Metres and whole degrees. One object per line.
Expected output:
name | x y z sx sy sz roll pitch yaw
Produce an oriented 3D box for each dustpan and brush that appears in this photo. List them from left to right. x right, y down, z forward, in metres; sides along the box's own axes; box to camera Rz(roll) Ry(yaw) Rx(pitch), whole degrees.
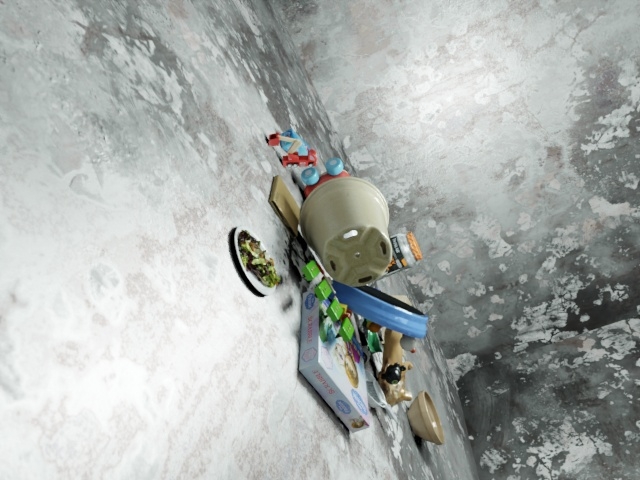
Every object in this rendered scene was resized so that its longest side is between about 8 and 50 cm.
dustpan and brush | 0.213 0.576 1.687 0.211 0.060 0.147 65 15 -5

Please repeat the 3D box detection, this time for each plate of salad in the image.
plate of salad | -0.161 0.048 1.222 0.200 0.048 0.200 58 18 -31

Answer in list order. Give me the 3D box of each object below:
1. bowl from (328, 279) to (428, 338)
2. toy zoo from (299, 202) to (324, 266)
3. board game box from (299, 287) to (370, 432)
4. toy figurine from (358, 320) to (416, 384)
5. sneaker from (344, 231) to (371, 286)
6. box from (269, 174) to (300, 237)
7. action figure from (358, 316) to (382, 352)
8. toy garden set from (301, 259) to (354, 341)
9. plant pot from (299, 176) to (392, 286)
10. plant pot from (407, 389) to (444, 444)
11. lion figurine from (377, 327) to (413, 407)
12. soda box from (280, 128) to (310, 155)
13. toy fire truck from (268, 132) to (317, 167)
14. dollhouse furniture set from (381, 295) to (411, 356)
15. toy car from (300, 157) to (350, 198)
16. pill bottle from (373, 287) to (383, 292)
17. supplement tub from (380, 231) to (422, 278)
bowl | 0.205 0.230 1.671 0.390 0.077 0.391 24 2 -1
toy zoo | 0.000 0.000 1.879 0.293 0.030 0.192 60 16 -21
board game box | 0.045 0.358 1.421 0.319 0.065 0.318 56 18 -29
toy figurine | 0.238 0.401 1.722 0.209 0.213 0.148 26 5 12
sneaker | 0.146 0.067 2.069 0.210 0.137 0.366 -61 130 -75
box | -0.124 -0.124 1.657 0.164 0.021 0.201 58 17 -28
action figure | 0.195 0.355 1.943 0.137 0.063 0.232 39 37 -64
toy garden set | 0.020 0.177 1.407 0.244 0.049 0.204 59 11 0
plant pot | 0.101 -0.012 1.581 0.334 0.333 0.305 59 8 -25
plant pot | 0.470 0.817 2.116 0.237 0.109 0.237 58 16 -28
lion figurine | 0.301 0.454 1.888 0.240 0.142 0.393 1 83 -65
soda box | -0.106 -0.410 2.052 0.210 0.071 0.067 31 39 -65
toy fire truck | -0.107 -0.358 1.844 0.047 0.191 0.135 -95 -175 -48
dollhouse furniture set | 0.345 0.466 2.332 0.303 0.173 0.356 49 47 -48
toy car | 0.051 -0.172 1.928 0.219 0.210 0.238 66 4 -47
pill bottle | 0.240 0.270 2.178 0.094 0.094 0.169 69 15 10
supplement tub | 0.360 0.084 2.439 0.194 0.315 0.194 57 17 -28
